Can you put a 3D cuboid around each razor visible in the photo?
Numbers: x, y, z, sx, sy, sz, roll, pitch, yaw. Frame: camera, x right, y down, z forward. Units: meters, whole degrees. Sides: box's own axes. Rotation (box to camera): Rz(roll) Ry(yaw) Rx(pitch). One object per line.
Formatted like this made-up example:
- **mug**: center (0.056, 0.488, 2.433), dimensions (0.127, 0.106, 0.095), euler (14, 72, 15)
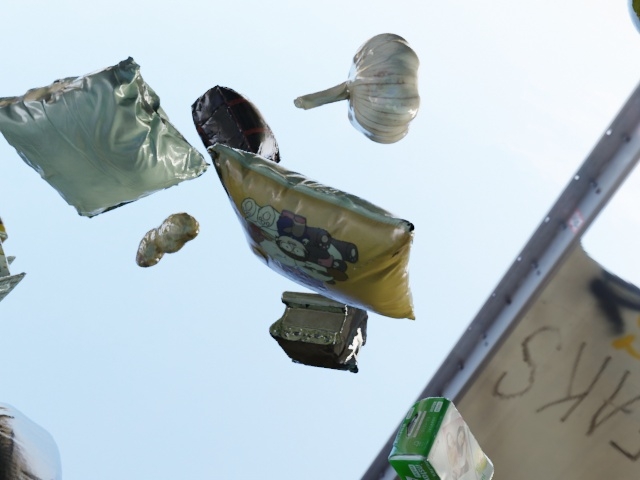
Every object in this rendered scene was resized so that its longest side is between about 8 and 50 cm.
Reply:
- **razor**: center (-0.580, 0.451, 1.293), dimensions (0.204, 0.113, 0.349), euler (48, 178, -30)

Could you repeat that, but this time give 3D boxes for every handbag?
- **handbag**: center (-0.197, -0.251, 1.625), dimensions (0.215, 0.155, 0.169), euler (62, -159, 8)

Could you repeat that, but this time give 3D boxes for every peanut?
- **peanut**: center (-0.420, -0.003, 1.854), dimensions (0.086, 0.228, 0.104), euler (32, -144, -46)

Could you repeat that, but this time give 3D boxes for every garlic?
- **garlic**: center (0.062, -0.265, 1.223), dimensions (0.226, 0.199, 0.199), euler (-6, -144, -4)

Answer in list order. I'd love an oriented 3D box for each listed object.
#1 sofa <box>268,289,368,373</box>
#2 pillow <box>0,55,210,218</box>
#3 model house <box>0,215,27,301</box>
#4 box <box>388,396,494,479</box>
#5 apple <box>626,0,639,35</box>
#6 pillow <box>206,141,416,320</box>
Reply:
- **sofa**: center (0.005, 0.216, 1.788), dimensions (0.200, 0.258, 0.182), euler (4, -118, 19)
- **pillow**: center (-0.382, -0.170, 1.219), dimensions (0.310, 0.283, 0.138), euler (-14, -137, 16)
- **model house**: center (-0.703, 0.058, 1.292), dimensions (0.198, 0.224, 0.215), euler (24, -148, -59)
- **box**: center (0.264, 0.477, 1.466), dimensions (0.250, 0.103, 0.180), euler (55, -135, -20)
- **apple**: center (0.483, -0.322, 0.862), dimensions (0.155, 0.182, 0.182), euler (-26, -128, -17)
- **pillow**: center (0.000, 0.000, 0.997), dimensions (0.310, 0.312, 0.119), euler (21, -111, 16)
